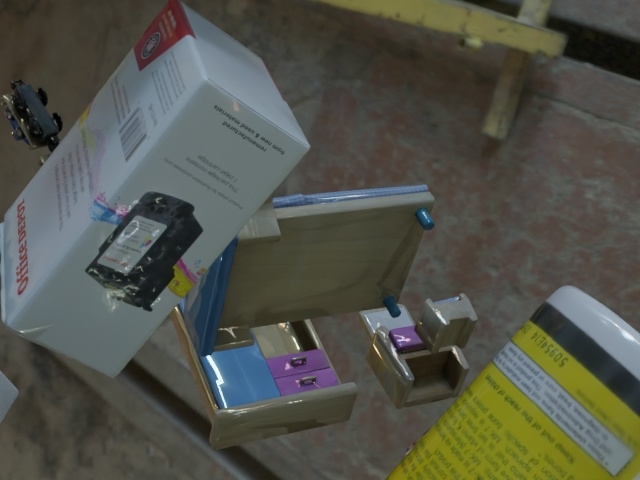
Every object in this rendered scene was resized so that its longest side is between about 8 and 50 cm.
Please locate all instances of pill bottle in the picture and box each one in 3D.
[{"bbox_3d":[0.097,0.135,0.554,0.208,0.119,0.119,-48,53,3],"label":"pill bottle"}]

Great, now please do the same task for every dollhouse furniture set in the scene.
[{"bbox_3d":[0.000,0.000,1.004,0.303,0.286,0.198,104,148,-43],"label":"dollhouse furniture set"}]

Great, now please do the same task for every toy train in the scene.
[{"bbox_3d":[-0.177,-0.043,0.776,0.036,0.027,0.158,-43,74,45],"label":"toy train"}]

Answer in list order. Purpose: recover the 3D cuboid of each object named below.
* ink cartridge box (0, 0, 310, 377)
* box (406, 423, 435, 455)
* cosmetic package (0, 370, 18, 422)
[{"bbox_3d":[-0.100,-0.031,0.626,0.175,0.072,0.127,-49,31,15],"label":"ink cartridge box"},{"bbox_3d":[0.198,0.279,1.534,0.094,0.027,0.137,46,104,-1],"label":"box"},{"bbox_3d":[-0.458,0.111,0.990,0.156,0.385,0.217,7,52,25],"label":"cosmetic package"}]
